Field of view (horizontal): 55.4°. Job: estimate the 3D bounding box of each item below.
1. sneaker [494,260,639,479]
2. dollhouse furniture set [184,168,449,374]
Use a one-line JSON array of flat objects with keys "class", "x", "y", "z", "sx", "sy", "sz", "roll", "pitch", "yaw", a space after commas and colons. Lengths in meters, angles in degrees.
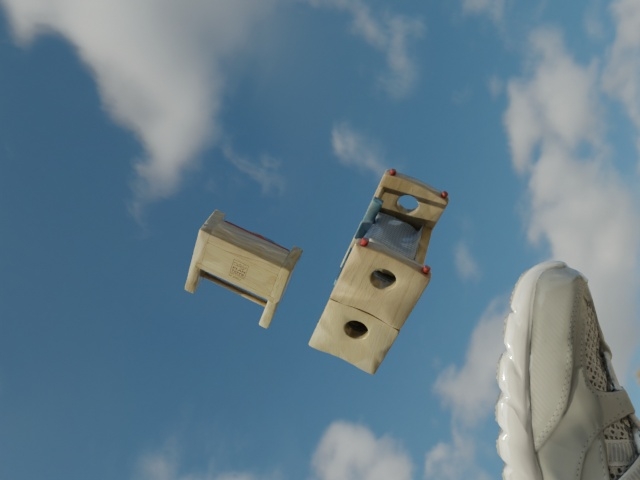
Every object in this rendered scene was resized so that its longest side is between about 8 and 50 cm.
[{"class": "sneaker", "x": 0.171, "y": 0.145, "z": 0.324, "sx": 0.105, "sy": 0.115, "sz": 0.281, "roll": 1, "pitch": -105, "yaw": -64}, {"class": "dollhouse furniture set", "x": 0.000, "y": 0.000, "z": 0.545, "sx": 0.129, "sy": 0.183, "sz": 0.129, "roll": -64, "pitch": -2, "yaw": -52}]
